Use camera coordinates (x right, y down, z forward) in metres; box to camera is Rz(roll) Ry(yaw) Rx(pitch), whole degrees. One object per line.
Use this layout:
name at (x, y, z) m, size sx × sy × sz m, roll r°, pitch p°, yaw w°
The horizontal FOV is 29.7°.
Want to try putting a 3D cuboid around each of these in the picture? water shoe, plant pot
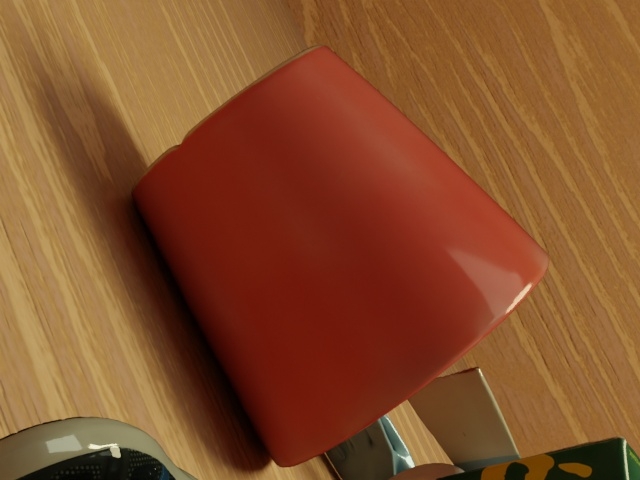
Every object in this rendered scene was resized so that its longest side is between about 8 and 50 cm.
water shoe at (-0.089, 0.138, 0.545) m, size 0.203 × 0.073 × 0.080 m, roll 45°, pitch 21°, yaw -61°
plant pot at (0.000, 0.000, 0.949) m, size 0.243 × 0.275 × 0.275 m, roll 52°, pitch 9°, yaw -1°

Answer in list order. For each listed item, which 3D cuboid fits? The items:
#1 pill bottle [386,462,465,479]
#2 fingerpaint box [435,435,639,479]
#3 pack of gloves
pill bottle at (0.125, 0.315, 1.058) m, size 0.221 × 0.124 × 0.124 m, roll 60°, pitch 9°, yaw -19°
fingerpaint box at (0.256, 0.422, 0.913) m, size 0.445 × 0.163 × 0.371 m, roll 48°, pitch 34°, yaw -39°
pack of gloves at (0.116, 0.212, 1.101) m, size 0.232 × 0.195 × 0.046 m, roll 59°, pitch 36°, yaw -19°
